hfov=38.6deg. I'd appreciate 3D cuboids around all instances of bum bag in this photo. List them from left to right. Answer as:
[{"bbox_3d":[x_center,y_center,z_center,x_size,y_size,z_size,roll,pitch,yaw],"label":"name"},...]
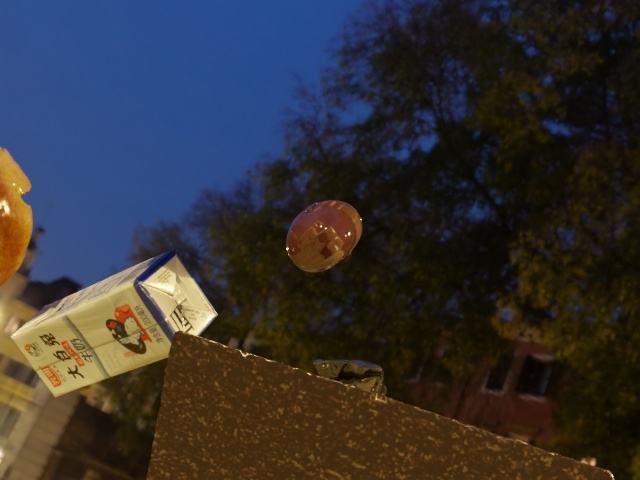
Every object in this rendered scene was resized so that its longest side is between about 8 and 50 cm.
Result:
[{"bbox_3d":[0.042,0.191,1.198,0.087,0.049,0.197,-5,-22,4],"label":"bum bag"}]

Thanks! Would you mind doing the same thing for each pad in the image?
[{"bbox_3d":[0.021,0.211,0.671,0.330,0.220,0.004,17,15,13],"label":"pad"}]

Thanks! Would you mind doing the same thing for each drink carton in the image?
[{"bbox_3d":[-0.323,0.133,1.402,0.315,0.106,0.130,-21,-74,33],"label":"drink carton"}]

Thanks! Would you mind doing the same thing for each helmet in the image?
[{"bbox_3d":[0.000,0.000,1.377,0.123,0.070,0.098,-34,-74,31],"label":"helmet"}]

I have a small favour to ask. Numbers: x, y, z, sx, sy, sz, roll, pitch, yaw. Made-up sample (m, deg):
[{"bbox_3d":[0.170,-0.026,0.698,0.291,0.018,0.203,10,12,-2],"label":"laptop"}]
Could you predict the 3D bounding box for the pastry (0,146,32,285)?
[{"bbox_3d":[-0.613,-0.061,1.414,0.356,0.164,0.356,6,-59,11],"label":"pastry"}]
